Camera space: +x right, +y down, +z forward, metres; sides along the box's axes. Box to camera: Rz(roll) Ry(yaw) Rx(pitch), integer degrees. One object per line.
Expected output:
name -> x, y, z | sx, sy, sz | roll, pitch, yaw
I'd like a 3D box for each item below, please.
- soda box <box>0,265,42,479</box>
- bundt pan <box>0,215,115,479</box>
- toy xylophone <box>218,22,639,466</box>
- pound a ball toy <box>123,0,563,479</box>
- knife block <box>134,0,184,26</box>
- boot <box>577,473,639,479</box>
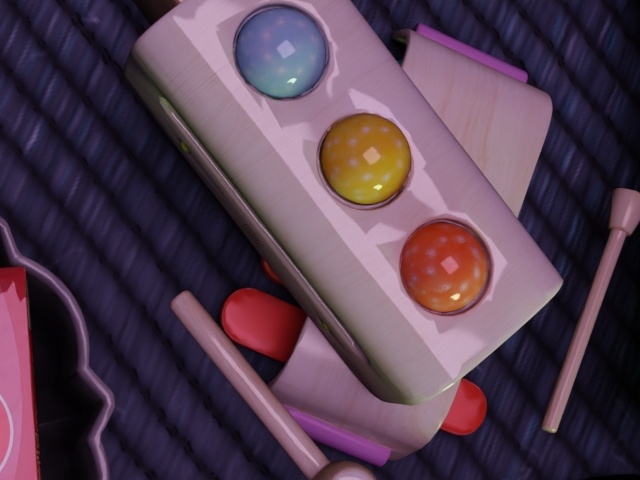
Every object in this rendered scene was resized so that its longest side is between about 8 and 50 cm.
soda box -> -0.193, 0.150, 0.710 | 0.092, 0.083, 0.263 | -4, 79, -13
bundt pan -> -0.293, 0.127, 0.800 | 0.331, 0.124, 0.330 | 3, 78, -12
toy xylophone -> 0.088, 0.011, 0.944 | 0.236, 0.081, 0.322 | 31, 77, -9
pound a ball toy -> 0.000, 0.000, 0.808 | 0.208, 0.136, 0.319 | -38, 94, -15
knife block -> -0.161, -0.280, 0.911 | 0.242, 0.088, 0.275 | 11, 81, -13
boot -> 0.186, 0.265, 0.941 | 0.236, 0.085, 0.178 | -8, 88, -11
